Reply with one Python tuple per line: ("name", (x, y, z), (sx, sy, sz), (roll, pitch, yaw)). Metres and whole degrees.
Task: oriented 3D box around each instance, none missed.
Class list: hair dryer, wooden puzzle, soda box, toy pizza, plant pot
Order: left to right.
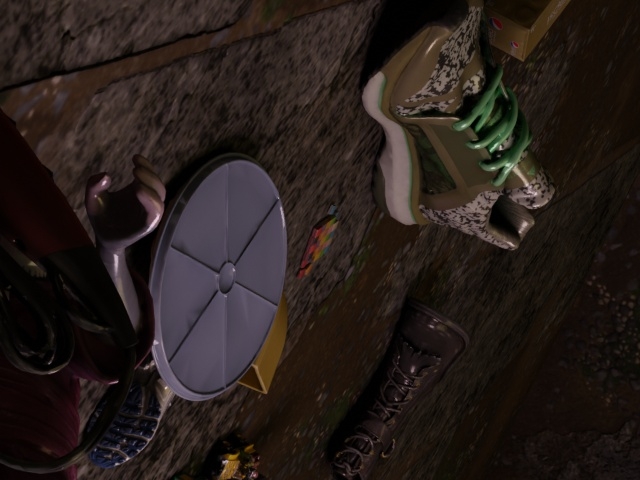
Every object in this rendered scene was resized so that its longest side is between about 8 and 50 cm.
("hair dryer", (-0.172, -0.059, 0.743), (0.224, 0.080, 0.293), (28, 63, -39))
("toy pizza", (-0.088, 0.028, 1.331), (0.201, 0.032, 0.201), (-32, 127, -55))
("plant pot", (-0.070, 0.072, 1.457), (0.081, 0.082, 0.083), (78, 36, -67))
("wooden puzzle", (0.000, 0.000, 1.658), (0.049, 0.006, 0.083), (-37, 152, -53))
("soda box", (0.241, -0.281, 1.788), (0.181, 0.061, 0.058), (-52, 163, -24))

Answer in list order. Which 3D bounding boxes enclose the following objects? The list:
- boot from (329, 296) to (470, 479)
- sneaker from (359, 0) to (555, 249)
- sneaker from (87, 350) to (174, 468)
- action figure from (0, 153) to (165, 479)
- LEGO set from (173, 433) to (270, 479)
("boot", (0.092, 0.211, 2.143), (0.229, 0.091, 0.263), (-54, 165, -22))
("sneaker", (0.156, -0.112, 1.614), (0.158, 0.182, 0.410), (-55, 163, -16))
("sneaker", (-0.144, 0.133, 1.388), (0.135, 0.052, 0.058), (-56, 169, -9))
("action figure", (-0.165, 0.118, 0.878), (0.275, 0.248, 0.370), (65, 22, -45))
("LEGO set", (-0.093, 0.390, 1.722), (0.331, 0.192, 0.255), (-61, 164, 6))
